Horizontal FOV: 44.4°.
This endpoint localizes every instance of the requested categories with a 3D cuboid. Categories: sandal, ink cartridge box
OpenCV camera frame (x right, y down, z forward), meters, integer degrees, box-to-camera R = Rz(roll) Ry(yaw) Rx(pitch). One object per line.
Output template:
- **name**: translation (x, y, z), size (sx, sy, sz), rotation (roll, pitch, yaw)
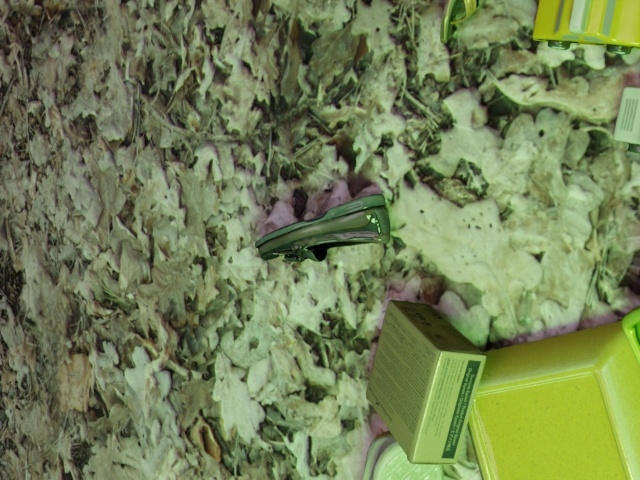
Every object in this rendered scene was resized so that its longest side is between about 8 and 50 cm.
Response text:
- **sandal**: translation (0.245, -0.410, 1.300), size (0.049, 0.072, 0.180), rotation (28, 107, 11)
- **ink cartridge box**: translation (0.167, 0.229, 1.308), size (0.235, 0.088, 0.193), rotation (-133, 53, -67)

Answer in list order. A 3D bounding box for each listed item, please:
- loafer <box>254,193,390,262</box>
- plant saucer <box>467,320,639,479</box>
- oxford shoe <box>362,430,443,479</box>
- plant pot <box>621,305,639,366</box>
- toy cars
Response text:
- **loafer**: translation (0.000, 0.000, 1.489), size (0.302, 0.109, 0.095), rotation (-21, 84, 34)
- **plant saucer**: translation (0.362, 0.319, 1.196), size (0.332, 0.081, 0.333), rotation (-22, 79, 39)
- **oxford shoe**: translation (0.131, 0.535, 1.408), size (0.130, 0.169, 0.450), rotation (-117, 31, -70)
- **plant pot**: translation (0.533, 0.156, 0.986), size (0.207, 0.227, 0.228), rotation (-23, 76, 9)
- **toy cars**: translation (0.446, -0.250, 1.128), size (0.176, 0.087, 0.394), rotation (-44, 67, 32)
